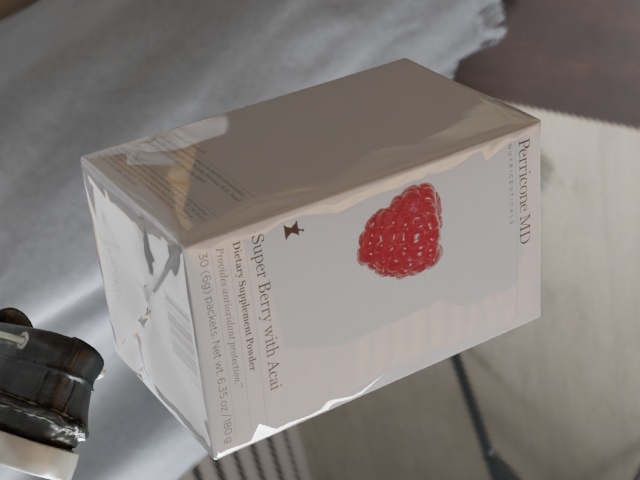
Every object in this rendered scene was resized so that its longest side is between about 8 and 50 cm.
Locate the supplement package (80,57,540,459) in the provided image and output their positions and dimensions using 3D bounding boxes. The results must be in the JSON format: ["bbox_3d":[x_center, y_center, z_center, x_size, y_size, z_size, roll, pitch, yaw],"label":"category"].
[{"bbox_3d":[0.000,0.000,0.951,0.175,0.293,0.177,35,138,50],"label":"supplement package"}]

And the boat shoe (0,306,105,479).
[{"bbox_3d":[-0.226,0.092,0.892,0.114,0.091,0.302,26,171,-33],"label":"boat shoe"}]
